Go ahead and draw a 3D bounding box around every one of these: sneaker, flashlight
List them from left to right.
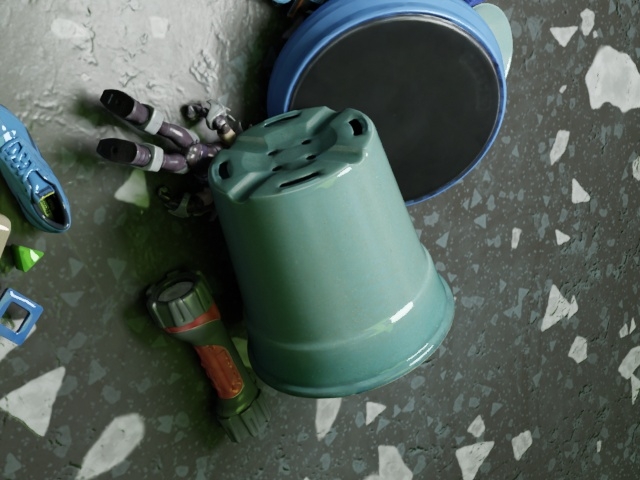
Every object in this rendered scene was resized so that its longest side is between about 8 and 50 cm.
[{"bbox_3d":[-0.403,-0.100,1.397,0.069,0.082,0.209,-37,119,-22],"label":"sneaker"},{"bbox_3d":[-0.175,0.191,1.628,0.103,0.103,0.304,-23,117,-2],"label":"flashlight"}]

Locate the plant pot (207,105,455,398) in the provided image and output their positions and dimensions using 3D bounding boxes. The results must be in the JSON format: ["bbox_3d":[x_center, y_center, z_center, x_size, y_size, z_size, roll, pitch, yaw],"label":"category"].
[{"bbox_3d":[0.000,0.000,1.540,0.341,0.341,0.334,-36,125,-25],"label":"plant pot"}]

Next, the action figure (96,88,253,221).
[{"bbox_3d":[-0.205,-0.133,1.531,0.285,0.099,0.185,22,80,-53],"label":"action figure"}]

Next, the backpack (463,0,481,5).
[{"bbox_3d":[0.263,-0.480,1.802,0.098,0.101,0.120,-28,84,-33],"label":"backpack"}]

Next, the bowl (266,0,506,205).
[{"bbox_3d":[0.112,-0.216,1.631,0.391,0.077,0.391,-6,128,-8],"label":"bowl"}]

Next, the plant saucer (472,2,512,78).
[{"bbox_3d":[0.280,-0.339,1.875,0.195,0.037,0.194,-18,118,-39],"label":"plant saucer"}]

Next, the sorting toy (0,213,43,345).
[{"bbox_3d":[-0.530,0.033,1.356,0.348,0.047,0.195,22,83,-39],"label":"sorting toy"}]

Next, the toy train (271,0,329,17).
[{"bbox_3d":[-0.010,-0.421,1.567,0.105,0.184,0.080,19,48,-16],"label":"toy train"}]
